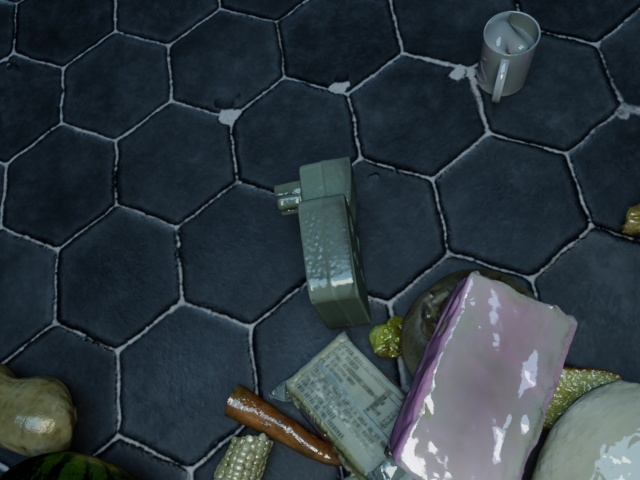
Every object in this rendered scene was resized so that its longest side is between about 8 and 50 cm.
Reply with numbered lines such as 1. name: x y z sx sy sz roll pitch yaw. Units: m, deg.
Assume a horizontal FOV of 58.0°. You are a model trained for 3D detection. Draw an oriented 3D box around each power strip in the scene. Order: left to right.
1. power strip: 0.000 0.000 0.953 0.141 0.229 0.261 -9 69 6

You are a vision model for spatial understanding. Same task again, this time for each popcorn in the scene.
1. popcorn: 0.117 0.160 0.968 0.068 0.060 0.083 31 68 18

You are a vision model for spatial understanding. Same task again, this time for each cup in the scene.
1. cup: 0.336 -0.335 1.081 0.099 0.133 0.136 42 80 19

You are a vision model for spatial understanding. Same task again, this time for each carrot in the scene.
1. carrot: -0.055 0.314 0.945 0.224 0.057 0.057 27 75 12

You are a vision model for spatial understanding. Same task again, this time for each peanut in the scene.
1. peanut: -0.520 0.285 0.985 0.252 0.137 0.122 14 117 14

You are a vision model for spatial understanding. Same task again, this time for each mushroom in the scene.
1. mushroom: 0.230 0.138 0.884 0.226 0.178 0.227 -17 35 12

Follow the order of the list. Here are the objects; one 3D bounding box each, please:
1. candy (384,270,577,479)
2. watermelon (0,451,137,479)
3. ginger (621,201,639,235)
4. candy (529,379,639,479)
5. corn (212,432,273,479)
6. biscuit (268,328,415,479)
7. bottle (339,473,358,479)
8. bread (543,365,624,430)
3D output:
1. candy: 0.200 0.187 0.731 0.155 0.116 0.265 24 77 7
2. watermelon: -0.379 0.440 0.838 0.268 0.269 0.269 -3 69 7
3. ginger: 0.608 -0.069 0.970 0.205 0.081 0.115 -5 100 -2
4. candy: 0.449 0.398 0.742 0.385 0.186 0.427 30 88 6
5. corn: -0.145 0.401 0.907 0.086 0.087 0.211 16 69 14
6. biscuit: 0.059 0.264 0.866 0.186 0.079 0.309 -40 45 -14
7. bottle: 0.140 0.360 0.865 0.245 0.104 0.104 -28 68 -2
8. bread: 0.380 0.248 0.897 0.187 0.065 0.103 4 65 8
